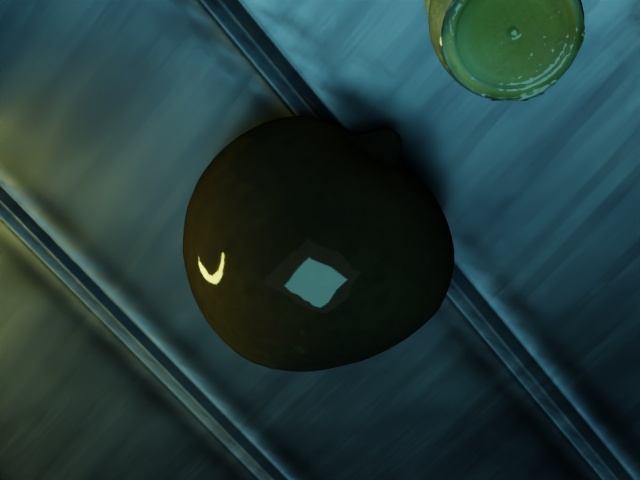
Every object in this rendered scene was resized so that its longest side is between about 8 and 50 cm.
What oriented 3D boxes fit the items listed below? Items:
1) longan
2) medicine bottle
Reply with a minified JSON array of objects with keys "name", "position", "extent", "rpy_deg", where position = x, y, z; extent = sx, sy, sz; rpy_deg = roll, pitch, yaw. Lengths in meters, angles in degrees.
[{"name":"longan","position":[0.000,0.000,1.169],"extent":[0.300,0.243,0.300],"rpy_deg":[1,85,-10]},{"name":"medicine bottle","position":[0.179,-0.227,1.072],"extent":[0.147,0.143,0.147],"rpy_deg":[0,121,0]}]
